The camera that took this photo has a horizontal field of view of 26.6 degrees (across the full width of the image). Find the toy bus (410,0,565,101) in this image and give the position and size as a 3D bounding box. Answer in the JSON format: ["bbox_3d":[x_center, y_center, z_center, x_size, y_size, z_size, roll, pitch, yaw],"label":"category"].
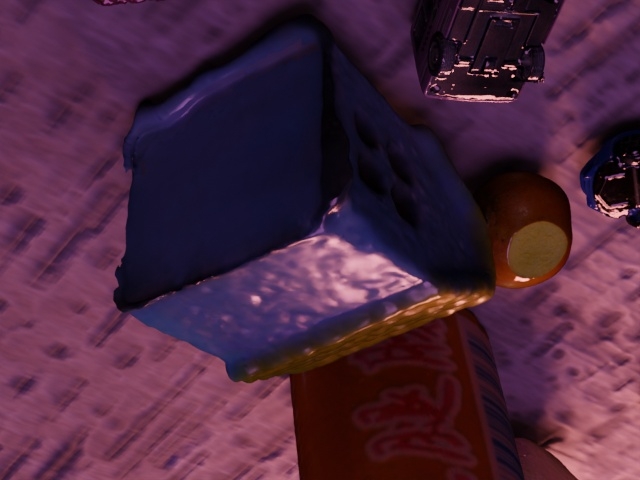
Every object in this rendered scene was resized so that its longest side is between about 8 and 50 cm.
[{"bbox_3d":[0.140,-0.207,1.071,0.096,0.108,0.199,2,138,-15],"label":"toy bus"}]

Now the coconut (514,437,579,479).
[{"bbox_3d":[0.210,0.343,1.569,0.227,0.230,0.227,-37,148,-28],"label":"coconut"}]

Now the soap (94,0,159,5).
[{"bbox_3d":[-0.073,-0.259,0.968,0.250,0.099,0.162,-4,140,9],"label":"soap"}]

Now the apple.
[{"bbox_3d":[0.189,-0.011,1.287,0.102,0.099,0.114,2,110,-21],"label":"apple"}]

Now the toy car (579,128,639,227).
[{"bbox_3d":[0.351,-0.075,1.265,0.216,0.063,0.103,-9,136,10],"label":"toy car"}]

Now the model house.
[{"bbox_3d":[0.000,0.000,1.184,0.237,0.215,0.303,-25,136,27],"label":"model house"}]

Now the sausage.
[{"bbox_3d":[0.089,0.226,1.382,0.233,0.287,0.233,-4,137,-4],"label":"sausage"}]
